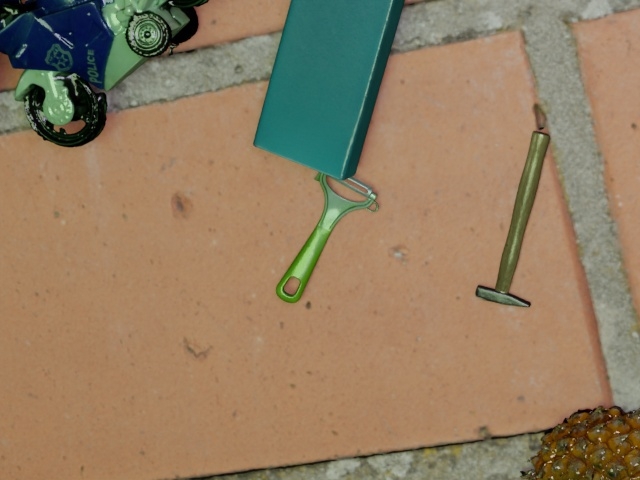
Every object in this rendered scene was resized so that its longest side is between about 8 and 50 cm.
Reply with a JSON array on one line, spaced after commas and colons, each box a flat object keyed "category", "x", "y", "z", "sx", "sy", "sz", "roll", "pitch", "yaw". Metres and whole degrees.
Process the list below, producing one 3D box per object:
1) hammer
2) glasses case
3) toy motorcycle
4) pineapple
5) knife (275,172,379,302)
[{"category": "hammer", "x": 0.219, "y": -0.022, "z": 1.999, "sx": 0.062, "sy": 0.013, "sz": 0.199, "roll": 17, "pitch": 109, "yaw": 12}, {"category": "glasses case", "x": 0.024, "y": -0.225, "z": 1.979, "sx": 0.117, "sy": 0.070, "sz": 0.301, "roll": 23, "pitch": 112, "yaw": 17}, {"category": "toy motorcycle", "x": -0.244, "y": -0.259, "z": 2.024, "sx": 0.196, "sy": 0.125, "sz": 0.331, "roll": 44, "pitch": 116, "yaw": 1}, {"category": "pineapple", "x": 0.297, "y": 0.275, "z": 1.988, "sx": 0.176, "sy": 0.137, "sz": 0.161, "roll": -24, "pitch": 97, "yaw": 20}, {"category": "knife", "x": 0.001, "y": -0.001, "z": 2.066, "sx": 0.078, "sy": 0.022, "sz": 0.166, "roll": 30, "pitch": 110, "yaw": 4}]
